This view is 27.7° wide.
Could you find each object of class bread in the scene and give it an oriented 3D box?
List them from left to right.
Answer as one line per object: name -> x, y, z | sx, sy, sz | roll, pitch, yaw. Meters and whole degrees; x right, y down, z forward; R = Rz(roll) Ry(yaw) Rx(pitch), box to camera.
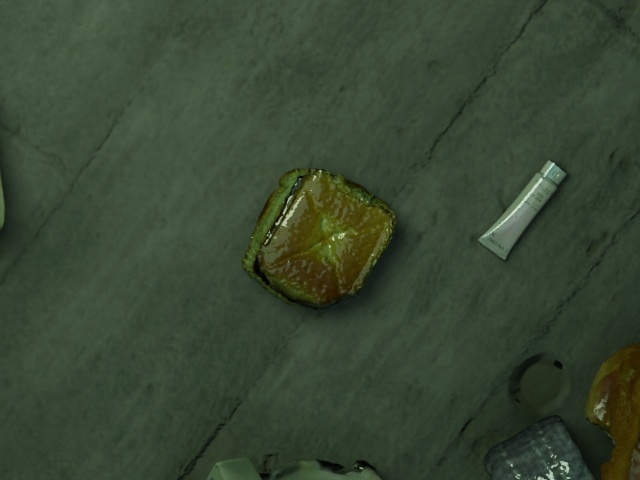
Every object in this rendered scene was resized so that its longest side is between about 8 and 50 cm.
bread -> 0.000, 0.000, 1.292 | 0.128, 0.069, 0.140 | 26, 96, -16
bread -> 0.448, 0.218, 1.385 | 0.344, 0.149, 0.195 | 15, 84, -13

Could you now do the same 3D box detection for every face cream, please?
face cream -> 0.211, -0.032, 1.345 | 0.038, 0.020, 0.115 | 36, 99, -17

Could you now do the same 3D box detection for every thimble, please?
thimble -> 0.242, 0.264, 1.364 | 0.098, 0.150, 0.150 | -29, 108, 4

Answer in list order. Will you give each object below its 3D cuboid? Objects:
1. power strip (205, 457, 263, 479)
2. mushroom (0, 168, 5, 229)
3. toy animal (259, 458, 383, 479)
power strip -> -0.128, 0.368, 1.291 | 0.043, 0.106, 0.367 | -3, 133, -39
mushroom -> -0.385, -0.156, 1.158 | 0.128, 0.128, 0.350 | -24, 105, -3
toy animal -> -0.005, 0.358, 1.339 | 0.249, 0.174, 0.289 | 41, 108, 4
